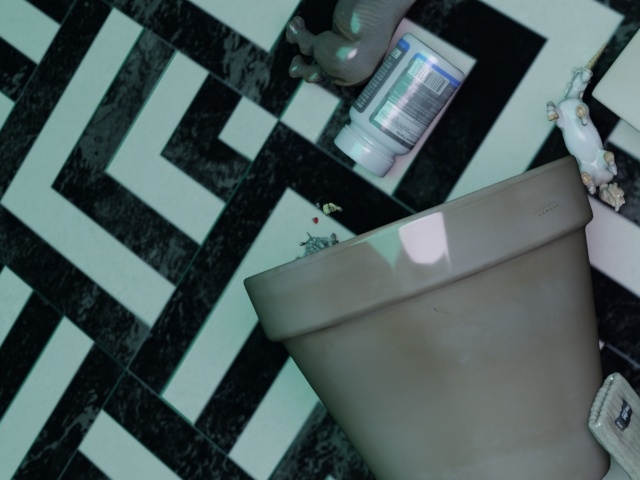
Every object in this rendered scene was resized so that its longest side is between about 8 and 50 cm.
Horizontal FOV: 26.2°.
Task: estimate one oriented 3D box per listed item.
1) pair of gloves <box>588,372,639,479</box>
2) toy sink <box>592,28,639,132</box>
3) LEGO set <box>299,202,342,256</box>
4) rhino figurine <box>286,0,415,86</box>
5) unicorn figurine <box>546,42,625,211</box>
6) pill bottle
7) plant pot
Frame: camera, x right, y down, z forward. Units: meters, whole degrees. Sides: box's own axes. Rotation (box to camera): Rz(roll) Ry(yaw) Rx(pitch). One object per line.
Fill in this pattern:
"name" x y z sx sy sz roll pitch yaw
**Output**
"pair of gloves" 0.277 0.254 1.144 0.204 0.240 0.042 40 134 -15
"toy sink" 0.388 -0.172 1.236 0.153 0.131 0.234 42 106 25
"LEGO set" -0.002 -0.001 1.465 0.054 0.023 0.083 -10 78 25
"rhino figurine" 0.059 -0.266 1.447 0.106 0.073 0.243 27 84 35
"unicorn figurine" 0.253 -0.107 1.320 0.060 0.111 0.162 -8 93 15
"pill bottle" 0.079 -0.138 1.415 0.078 0.078 0.137 42 101 26
"plant pot" 0.129 0.106 1.251 0.323 0.323 0.280 -22 89 22
